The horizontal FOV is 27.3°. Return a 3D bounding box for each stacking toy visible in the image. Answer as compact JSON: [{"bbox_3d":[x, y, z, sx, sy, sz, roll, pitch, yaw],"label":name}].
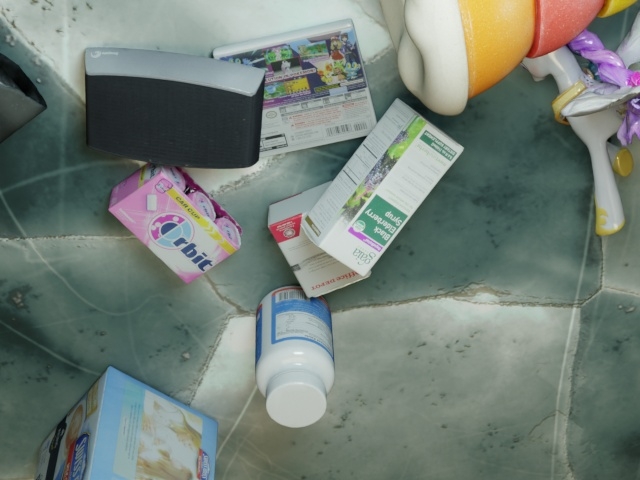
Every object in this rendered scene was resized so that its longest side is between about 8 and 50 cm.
[{"bbox_3d":[0.302,-0.378,1.615,0.480,0.350,0.351,-17,125,-3],"label":"stacking toy"}]

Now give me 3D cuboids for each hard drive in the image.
[{"bbox_3d":[-0.210,-0.180,1.861,0.254,0.054,0.172,8,127,1],"label":"hard drive"}]

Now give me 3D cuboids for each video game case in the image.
[{"bbox_3d":[-0.033,-0.213,1.879,0.201,0.023,0.183,-11,125,7],"label":"video game case"}]

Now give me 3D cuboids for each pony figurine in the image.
[{"bbox_3d":[0.410,-0.190,1.753,0.351,0.303,0.363,-10,123,53],"label":"pony figurine"}]

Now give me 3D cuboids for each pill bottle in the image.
[{"bbox_3d":[-0.040,0.181,2.038,0.124,0.221,0.124,-1,126,-1],"label":"pill bottle"}]

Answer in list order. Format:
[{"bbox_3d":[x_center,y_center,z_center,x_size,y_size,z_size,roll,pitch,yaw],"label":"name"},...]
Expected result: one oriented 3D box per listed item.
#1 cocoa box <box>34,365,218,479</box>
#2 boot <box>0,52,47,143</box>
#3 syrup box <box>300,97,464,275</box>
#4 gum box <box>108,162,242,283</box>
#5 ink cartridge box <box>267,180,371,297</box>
[{"bbox_3d":[-0.322,0.425,2.126,0.231,0.347,0.228,30,119,-21],"label":"cocoa box"},{"bbox_3d":[-0.562,-0.073,1.871,0.445,0.146,0.367,-45,138,4],"label":"boot"},{"bbox_3d":[0.086,-0.076,1.891,0.093,0.096,0.237,33,99,-28],"label":"syrup box"},{"bbox_3d":[-0.213,-0.029,1.979,0.107,0.062,0.188,-33,120,20],"label":"gum box"},{"bbox_3d":[0.000,0.000,2.006,0.109,0.063,0.150,-21,123,12],"label":"ink cartridge box"}]
